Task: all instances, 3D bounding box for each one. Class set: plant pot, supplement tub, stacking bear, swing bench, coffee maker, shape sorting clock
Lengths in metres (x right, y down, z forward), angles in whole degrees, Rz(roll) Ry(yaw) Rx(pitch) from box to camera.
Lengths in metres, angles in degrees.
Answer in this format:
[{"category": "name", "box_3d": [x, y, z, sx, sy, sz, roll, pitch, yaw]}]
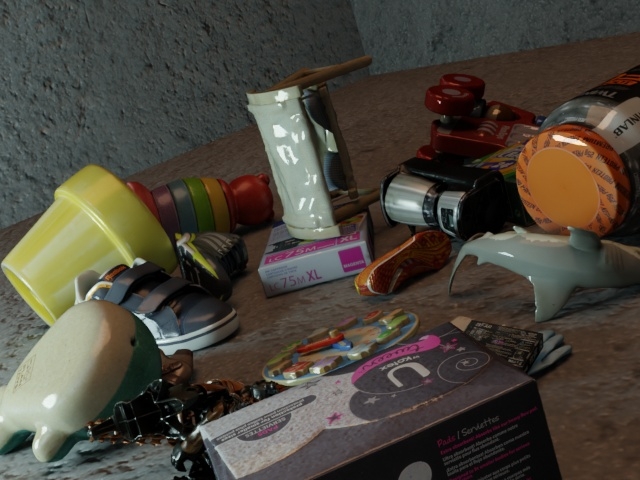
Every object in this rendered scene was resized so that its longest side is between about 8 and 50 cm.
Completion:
[{"category": "plant pot", "box_3d": [-0.432, 0.031, 1.596, 0.239, 0.254, 0.254, -43, 26, -23]}, {"category": "supplement tub", "box_3d": [0.449, -0.134, 1.259, 0.338, 0.207, 0.207, -28, 19, -33]}, {"category": "stacking bear", "box_3d": [-0.239, -0.064, 1.847, 0.288, 0.176, 0.164, -14, 12, -19]}, {"category": "swing bench", "box_3d": [-0.005, -0.161, 1.519, 0.165, 0.253, 0.254, -4, 20, 36]}, {"category": "coffee maker", "box_3d": [0.213, -0.080, 1.431, 0.178, 0.120, 0.171, 16, 60, 44]}, {"category": "shape sorting clock", "box_3d": [0.024, 0.129, 1.086, 0.206, 0.040, 0.206, -22, 11, 5]}]

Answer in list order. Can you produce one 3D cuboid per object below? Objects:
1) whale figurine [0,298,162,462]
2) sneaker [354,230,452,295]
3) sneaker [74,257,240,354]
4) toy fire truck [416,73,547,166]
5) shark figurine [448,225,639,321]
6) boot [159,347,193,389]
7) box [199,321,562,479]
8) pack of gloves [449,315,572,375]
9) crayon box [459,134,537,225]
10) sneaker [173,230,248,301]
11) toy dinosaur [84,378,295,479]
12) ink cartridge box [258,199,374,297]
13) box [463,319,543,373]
[{"category": "whale figurine", "box_3d": [-0.313, 0.194, 1.122, 0.272, 0.141, 0.216, -33, 39, 26]}, {"category": "sneaker", "box_3d": [0.123, 0.030, 1.313, 0.175, 0.064, 0.067, -23, 7, -29]}, {"category": "sneaker", "box_3d": [-0.274, 0.101, 1.371, 0.321, 0.128, 0.126, -4, 19, 34]}, {"category": "toy fire truck", "box_3d": [0.348, -0.230, 1.829, 0.253, 0.170, 0.302, 14, 27, 16]}, {"category": "shark figurine", "box_3d": [0.258, 0.042, 1.081, 0.278, 0.116, 0.166, 5, -8, 35]}, {"category": "boot", "box_3d": [-0.226, 0.185, 1.195, 0.118, 0.042, 0.087, -19, 22, 21]}, {"category": "box", "box_3d": [0.046, 0.188, 0.712, 0.247, 0.142, 0.163, -20, 17, -12]}, {"category": "pack of gloves", "box_3d": [0.147, 0.133, 0.970, 0.232, 0.046, 0.195, -29, 19, -35]}, {"category": "crayon box", "box_3d": [0.419, -0.132, 1.509, 0.322, 0.083, 0.203, -22, 17, -18]}, {"category": "sneaker", "box_3d": [-0.185, 0.033, 1.544, 0.121, 0.111, 0.300, -15, 18, -12]}, {"category": "toy dinosaur", "box_3d": [-0.107, 0.207, 0.888, 0.321, 0.164, 0.218, -29, -6, 29]}, {"category": "ink cartridge box", "box_3d": [0.000, 0.000, 1.544, 0.185, 0.065, 0.311, -15, 14, 7]}, {"category": "box", "box_3d": [0.189, 0.116, 0.941, 0.083, 0.018, 0.067, 8, 31, 30]}]
